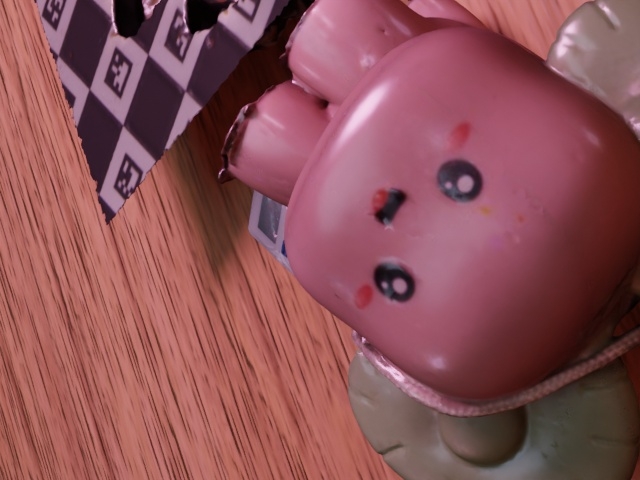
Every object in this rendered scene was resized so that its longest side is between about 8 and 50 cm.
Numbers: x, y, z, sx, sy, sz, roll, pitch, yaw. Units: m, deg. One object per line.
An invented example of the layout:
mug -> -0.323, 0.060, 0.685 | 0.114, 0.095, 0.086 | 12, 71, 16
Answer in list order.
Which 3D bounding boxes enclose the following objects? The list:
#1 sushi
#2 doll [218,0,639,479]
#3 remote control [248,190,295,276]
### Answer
sushi -> -0.105, -0.202, 1.170 | 0.292, 0.059, 0.294 | -43, 56, 40
doll -> 0.095, -0.015, 0.830 | 0.268, 0.216, 0.284 | 40, 111, 19
remote control -> 0.000, 0.000, 1.082 | 0.162, 0.029, 0.061 | 42, 127, 51
